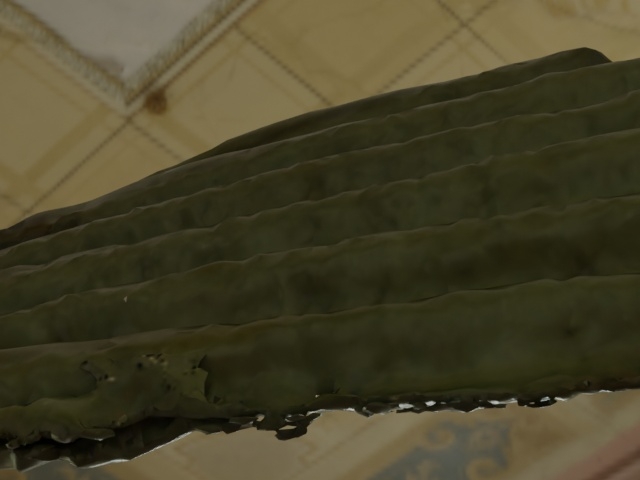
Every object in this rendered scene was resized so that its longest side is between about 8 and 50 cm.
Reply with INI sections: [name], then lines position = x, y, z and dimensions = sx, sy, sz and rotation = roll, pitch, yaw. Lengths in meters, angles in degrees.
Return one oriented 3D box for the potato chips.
[potato chips]
position = 0.000, 0.000, 0.641
dimensions = 0.429, 0.358, 0.070
rotation = -12, -74, 15
